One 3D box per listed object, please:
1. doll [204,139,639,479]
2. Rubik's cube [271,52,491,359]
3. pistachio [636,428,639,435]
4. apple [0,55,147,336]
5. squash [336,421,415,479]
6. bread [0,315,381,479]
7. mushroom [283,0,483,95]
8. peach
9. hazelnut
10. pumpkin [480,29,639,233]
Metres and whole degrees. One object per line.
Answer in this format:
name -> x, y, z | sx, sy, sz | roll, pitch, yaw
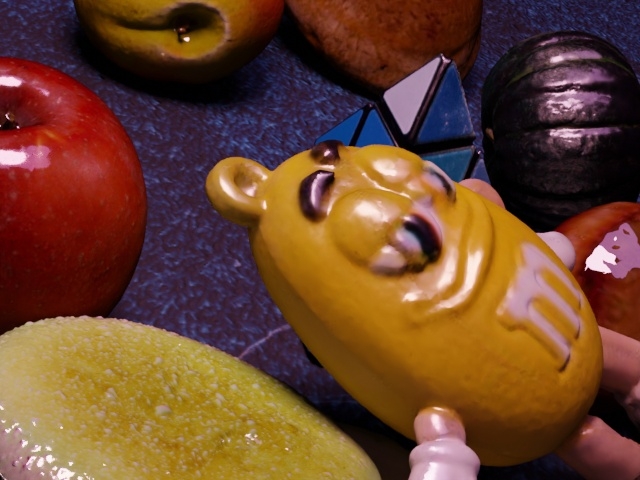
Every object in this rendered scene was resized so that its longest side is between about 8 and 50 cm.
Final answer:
doll -> 0.131, 0.096, 1.135 | 0.423, 0.161, 0.348 | 7, 53, -38
Rubik's cube -> 0.000, 0.000, 1.422 | 0.234, 0.284, 0.250 | 18, 55, 41
pistachio -> 0.350, 0.155, 1.372 | 0.173, 0.049, 0.089 | -4, 37, -37
apple -> -0.236, -0.023, 1.156 | 0.218, 0.201, 0.218 | 15, 30, -9
squash -> 0.019, 0.210, 1.077 | 0.252, 0.049, 0.252 | 15, 26, -8
bread -> -0.091, 0.127, 1.019 | 0.301, 0.045, 0.301 | 22, 18, -8
mushroom -> 0.064, -0.301, 1.847 | 0.263, 0.195, 0.283 | -11, 40, -35
peach -> -0.148, -0.271, 1.650 | 0.231, 0.231, 0.231 | 15, 28, -8
hazelnut -> 0.240, 0.060, 1.360 | 0.178, 0.178, 0.204 | 25, 60, 10
pumpkin -> 0.246, -0.104, 1.593 | 0.162, 0.220, 0.220 | -5, 29, 3
